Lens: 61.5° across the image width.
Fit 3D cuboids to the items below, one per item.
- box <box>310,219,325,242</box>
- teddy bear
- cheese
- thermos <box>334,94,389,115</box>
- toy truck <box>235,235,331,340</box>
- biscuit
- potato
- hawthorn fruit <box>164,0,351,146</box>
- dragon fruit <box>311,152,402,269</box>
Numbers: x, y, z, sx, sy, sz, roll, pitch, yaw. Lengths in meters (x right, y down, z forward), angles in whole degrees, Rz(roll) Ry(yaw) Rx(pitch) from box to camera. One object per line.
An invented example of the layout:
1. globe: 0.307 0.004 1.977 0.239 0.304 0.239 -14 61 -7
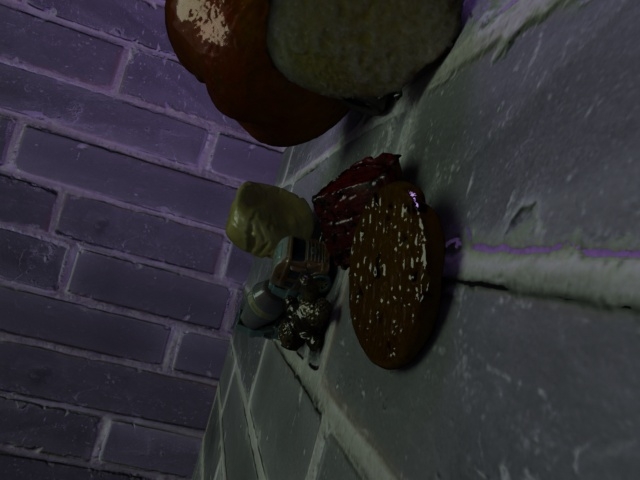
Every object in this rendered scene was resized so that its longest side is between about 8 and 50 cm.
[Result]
1. box: 0.000 0.000 1.164 0.126 0.026 0.125 138 149 -72
2. teddy bear: -0.021 0.134 0.962 0.119 0.077 0.160 58 134 27
3. cheese: -0.119 -0.052 1.317 0.226 0.213 0.117 -78 9 -50
4. thermos: 0.108 -0.327 0.944 0.137 0.105 0.193 27 94 53
5. toy truck: -0.075 0.107 1.076 0.108 0.140 0.257 -88 18 -53
6. biscuit: 0.081 0.040 0.612 0.212 0.036 0.212 -176 90 -72
7. potato: 0.070 -0.390 0.812 0.301 0.288 0.237 -47 13 45
8. hawthorn fruit: -0.063 -0.436 1.116 0.472 0.471 0.472 -164 90 -79
9. dragon fruit: 0.075 -0.051 0.765 0.161 0.120 0.127 -51 -54 -52
